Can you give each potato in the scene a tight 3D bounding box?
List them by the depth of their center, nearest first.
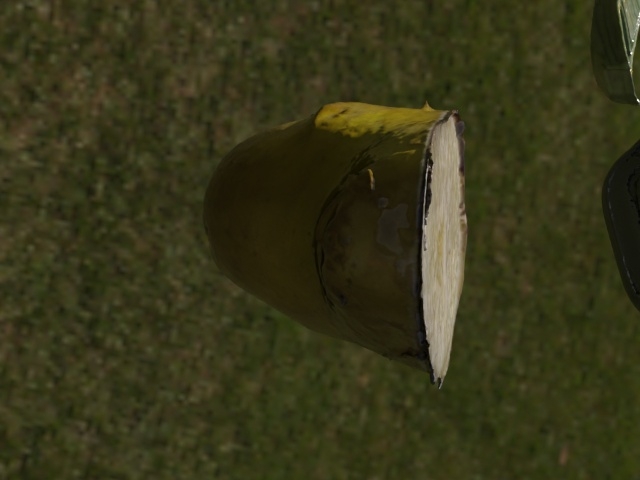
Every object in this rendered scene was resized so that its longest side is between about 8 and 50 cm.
[{"bbox_3d":[0.000,0.000,1.779,0.397,0.296,0.290,-54,143,-68],"label":"potato"}]

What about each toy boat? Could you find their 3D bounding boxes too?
[{"bbox_3d":[0.368,-0.254,2.063,0.293,0.055,0.093,-70,147,-54],"label":"toy boat"}]

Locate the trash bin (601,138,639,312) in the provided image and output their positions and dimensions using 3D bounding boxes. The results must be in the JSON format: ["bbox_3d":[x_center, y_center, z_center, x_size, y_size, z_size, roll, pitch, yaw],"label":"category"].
[{"bbox_3d":[0.340,0.028,1.194,0.250,0.220,0.219,41,28,-35],"label":"trash bin"}]
